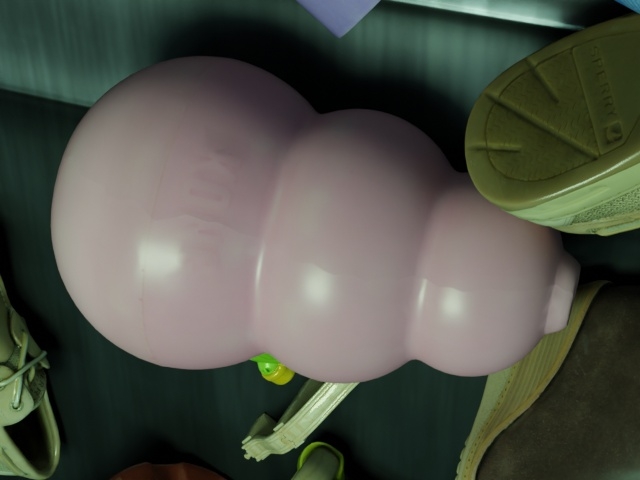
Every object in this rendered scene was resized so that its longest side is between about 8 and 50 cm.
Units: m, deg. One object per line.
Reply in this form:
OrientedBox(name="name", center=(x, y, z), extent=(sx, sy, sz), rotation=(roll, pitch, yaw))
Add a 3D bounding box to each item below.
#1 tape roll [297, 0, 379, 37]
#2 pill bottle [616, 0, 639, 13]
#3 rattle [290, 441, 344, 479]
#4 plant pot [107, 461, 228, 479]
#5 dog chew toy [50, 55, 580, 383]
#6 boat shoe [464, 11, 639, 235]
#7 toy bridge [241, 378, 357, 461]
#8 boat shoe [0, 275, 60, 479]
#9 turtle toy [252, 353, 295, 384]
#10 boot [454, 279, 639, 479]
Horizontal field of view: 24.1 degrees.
OrientedBox(name="tape roll", center=(0.043, -0.199, 0.763), extent=(0.080, 0.189, 0.189), rotation=(41, 137, -8))
OrientedBox(name="pill bottle", center=(0.209, -0.141, 0.689), extent=(0.221, 0.124, 0.124), rotation=(44, 152, 46))
OrientedBox(name="rattle", center=(-0.013, 0.272, 1.203), extent=(0.143, 0.200, 0.130), rotation=(45, 136, -10))
OrientedBox(name="plant pot", center=(-0.169, 0.350, 1.346), extent=(0.272, 0.272, 0.265), rotation=(37, 129, -2))
OrientedBox(name="dog chew toy", center=(0.000, 0.000, 0.967), extent=(0.331, 0.207, 0.207), rotation=(13, 133, 12))
OrientedBox(name="boat shoe", center=(0.246, -0.090, 0.804), extent=(0.341, 0.122, 0.110), rotation=(-18, 151, 32))
OrientedBox(name="toy bridge", center=(-0.014, 0.136, 1.186), extent=(0.026, 0.063, 0.188), rotation=(40, 136, -6))
OrientedBox(name="boat shoe", center=(-0.281, 0.110, 1.303), extent=(0.098, 0.109, 0.302), rotation=(17, 140, 12))
OrientedBox(name="turtle toy", center=(-0.024, 0.054, 1.116), extent=(0.130, 0.066, 0.095), rotation=(-20, 138, 39))
OrientedBox(name="boot", center=(0.198, 0.145, 0.945), extent=(0.206, 0.249, 0.090), rotation=(3, 162, 27))
